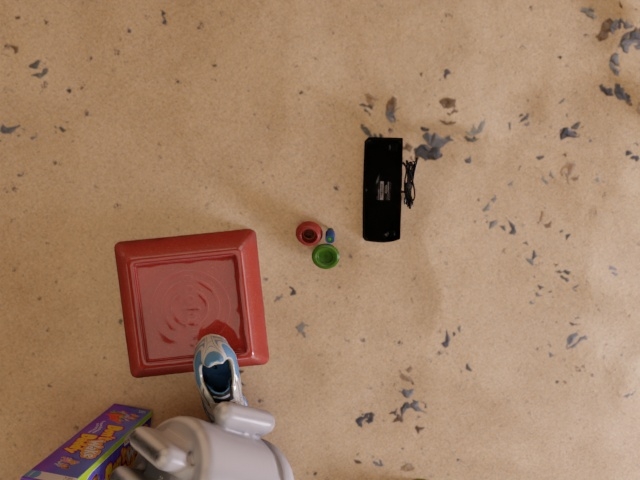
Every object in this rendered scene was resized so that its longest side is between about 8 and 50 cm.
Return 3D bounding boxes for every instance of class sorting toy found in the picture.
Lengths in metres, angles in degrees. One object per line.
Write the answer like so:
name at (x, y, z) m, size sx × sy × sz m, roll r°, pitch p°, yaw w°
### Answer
sorting toy at (0.000, 0.000, 1.478) m, size 0.061 × 0.042 × 0.102 m, roll -30°, pitch 111°, yaw 17°

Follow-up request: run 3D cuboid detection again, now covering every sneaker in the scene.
sneaker at (-0.178, 0.276, 1.456) m, size 0.085 × 0.086 × 0.237 m, roll -11°, pitch 123°, yaw -1°

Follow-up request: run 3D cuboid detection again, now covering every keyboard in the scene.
keyboard at (0.129, -0.091, 1.479) m, size 0.100 × 0.038 × 0.191 m, roll 5°, pitch 100°, yaw 20°

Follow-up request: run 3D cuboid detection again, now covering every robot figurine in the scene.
robot figurine at (-0.184, 0.423, 1.406) m, size 0.353 × 0.200 × 0.299 m, roll 32°, pitch 85°, yaw -42°

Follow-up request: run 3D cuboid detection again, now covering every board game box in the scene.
board game box at (-0.389, 0.442, 1.356) m, size 0.078 × 0.347 × 0.233 m, roll 9°, pitch 98°, yaw 7°

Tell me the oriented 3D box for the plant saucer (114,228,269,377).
plant saucer at (-0.233, 0.120, 1.475) m, size 0.259 × 0.048 × 0.258 m, roll -6°, pitch 99°, yaw -3°

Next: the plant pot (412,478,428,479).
plant pot at (0.193, 0.507, 1.537) m, size 0.083 × 0.079 × 0.083 m, roll 0°, pitch 99°, yaw -2°
